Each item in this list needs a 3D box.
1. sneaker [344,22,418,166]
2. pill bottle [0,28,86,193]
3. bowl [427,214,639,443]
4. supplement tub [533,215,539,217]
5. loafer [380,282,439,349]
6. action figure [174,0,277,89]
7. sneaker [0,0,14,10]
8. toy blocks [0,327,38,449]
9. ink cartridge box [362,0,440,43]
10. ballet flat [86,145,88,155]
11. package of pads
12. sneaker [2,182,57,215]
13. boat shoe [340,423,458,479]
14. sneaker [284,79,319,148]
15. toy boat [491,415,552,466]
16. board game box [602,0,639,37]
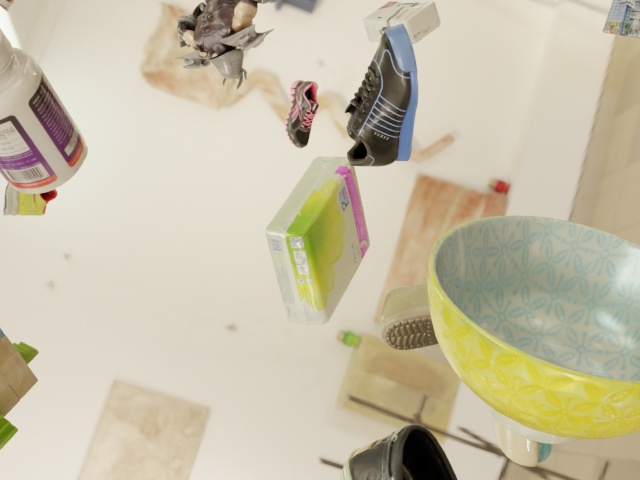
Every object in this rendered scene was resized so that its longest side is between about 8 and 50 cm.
[{"bbox_3d":[0.081,-0.191,1.218,0.232,0.090,0.081,87,168,-46],"label":"sneaker"},{"bbox_3d":[-0.355,-0.152,1.001,0.193,0.108,0.108,71,-152,-53],"label":"pill bottle"},{"bbox_3d":[0.239,0.110,0.889,0.289,0.289,0.156,-82,1,-59],"label":"bowl"},{"bbox_3d":[0.387,0.010,1.669,0.107,0.071,0.071,-39,20,22],"label":"supplement tub"},{"bbox_3d":[0.213,0.090,1.283,0.102,0.268,0.092,94,167,-46],"label":"loafer"},{"bbox_3d":[-0.130,-0.339,1.144,0.099,0.185,0.285,-9,-91,-59],"label":"action figure"},{"bbox_3d":[-0.337,-0.295,0.966,0.067,0.042,0.118,-38,32,5],"label":"sneaker"},{"bbox_3d":[-0.665,0.254,1.489,0.381,0.191,0.261,-50,-35,-31],"label":"toy blocks"},{"bbox_3d":[0.176,-0.474,1.893,0.099,0.056,0.135,-40,36,-28],"label":"ink cartridge box"},{"bbox_3d":[-0.484,-0.198,1.538,0.057,0.173,0.049,-33,26,25],"label":"ballet flat"},{"bbox_3d":[0.000,0.000,1.747,0.296,0.101,0.229,-57,-37,-49],"label":"package of pads"},{"bbox_3d":[-0.582,-0.109,1.785,0.208,0.094,0.081,-97,20,-52],"label":"sneaker"},{"bbox_3d":[0.173,0.470,1.199,0.156,0.187,0.500,-49,41,26],"label":"boat shoe"},{"bbox_3d":[-0.026,-0.216,1.481,0.057,0.047,0.119,0,87,50],"label":"sneaker"},{"bbox_3d":[0.400,0.274,1.723,0.318,0.148,0.267,-88,-9,-75],"label":"toy boat"},{"bbox_3d":[0.674,-0.523,1.828,0.194,0.060,0.194,-102,21,-74],"label":"board game box"}]
